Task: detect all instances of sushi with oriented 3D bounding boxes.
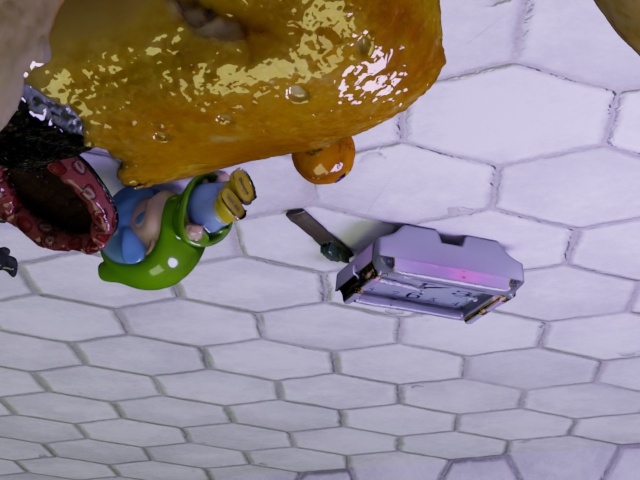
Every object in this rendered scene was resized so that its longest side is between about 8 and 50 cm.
[{"bbox_3d":[-0.333,-0.149,1.562,0.127,0.124,0.225,-20,163,13],"label":"sushi"}]

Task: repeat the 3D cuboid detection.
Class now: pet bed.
[{"bbox_3d":[-0.364,-0.062,1.933,0.201,0.053,0.201,18,136,18],"label":"pet bed"}]

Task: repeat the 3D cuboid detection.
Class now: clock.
[{"bbox_3d":[0.162,0.053,2.202,0.253,0.083,0.186,10,157,-18],"label":"clock"}]

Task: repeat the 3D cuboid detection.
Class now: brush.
[{"bbox_3d":[0.000,0.000,2.169,0.034,0.027,0.190,-8,155,22],"label":"brush"}]

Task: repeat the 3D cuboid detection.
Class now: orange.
[{"bbox_3d":[0.004,-0.111,1.813,0.083,0.083,0.083,3,159,1],"label":"orange"}]

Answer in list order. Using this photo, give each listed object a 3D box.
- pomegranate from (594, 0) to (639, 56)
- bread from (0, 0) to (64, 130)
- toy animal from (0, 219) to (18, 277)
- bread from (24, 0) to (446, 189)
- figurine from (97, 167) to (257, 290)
[{"bbox_3d":[0.335,-0.265,1.051,0.333,0.332,0.332,3,159,1],"label":"pomegranate"},{"bbox_3d":[-0.386,-0.240,1.096,0.390,0.371,0.279,-11,144,27],"label":"bread"},{"bbox_3d":[-0.535,-0.015,2.129,0.146,0.114,0.245,-10,134,16],"label":"toy animal"},{"bbox_3d":[-0.085,-0.207,1.343,0.394,0.250,0.361,-8,157,24],"label":"bread"},{"bbox_3d":[-0.202,-0.019,1.992,0.263,0.162,0.143,-22,123,36],"label":"figurine"}]
